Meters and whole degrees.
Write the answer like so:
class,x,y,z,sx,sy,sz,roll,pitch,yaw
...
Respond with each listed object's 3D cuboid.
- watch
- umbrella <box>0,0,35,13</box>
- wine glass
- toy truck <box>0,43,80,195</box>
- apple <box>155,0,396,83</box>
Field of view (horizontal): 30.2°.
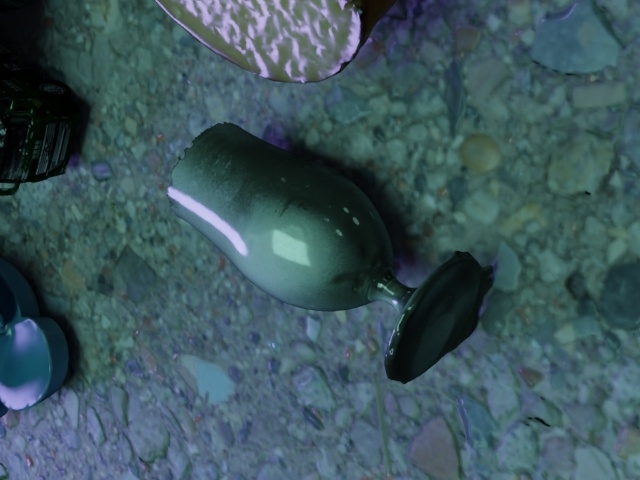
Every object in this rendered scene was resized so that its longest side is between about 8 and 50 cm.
class,x,y,z,sx,sy,sz,roll,pitch,yaw
watch,-0.361,0.096,1.070,0.211,0.193,0.211,10,106,38
umbrella,-0.306,-0.297,1.005,0.235,0.059,0.066,61,147,10
wine glass,0.000,0.000,0.812,0.222,0.103,0.103,34,121,28
toy truck,-0.330,-0.139,1.026,0.259,0.121,0.088,35,123,27
apple,0.006,-0.255,0.693,0.251,0.163,0.293,50,142,1
